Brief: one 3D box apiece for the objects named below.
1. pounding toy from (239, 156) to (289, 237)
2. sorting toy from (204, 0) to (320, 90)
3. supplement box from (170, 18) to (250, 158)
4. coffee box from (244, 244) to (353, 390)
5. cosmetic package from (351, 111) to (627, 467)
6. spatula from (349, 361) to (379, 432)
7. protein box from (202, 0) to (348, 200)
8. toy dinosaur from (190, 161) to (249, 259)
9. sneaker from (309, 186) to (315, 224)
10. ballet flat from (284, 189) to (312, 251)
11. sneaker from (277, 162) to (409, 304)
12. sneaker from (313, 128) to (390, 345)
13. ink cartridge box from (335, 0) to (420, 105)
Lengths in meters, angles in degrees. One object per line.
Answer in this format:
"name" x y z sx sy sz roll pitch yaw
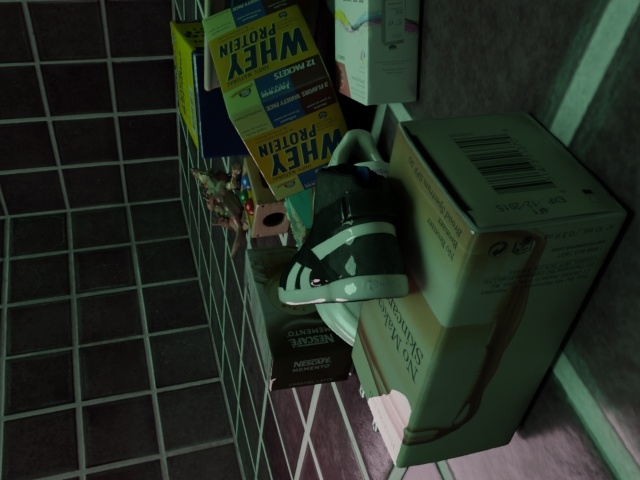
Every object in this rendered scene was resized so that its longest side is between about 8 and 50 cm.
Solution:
"pounding toy" -0.108 -0.094 1.340 0.206 0.094 0.181 107 150 -55
"sorting toy" -0.082 -0.326 0.981 0.038 0.208 0.193 50 148 30
"supplement box" -0.178 -0.321 1.297 0.356 0.194 0.195 -126 32 -57
"coffee box" -0.043 0.126 1.127 0.098 0.141 0.246 99 158 -43
"cosmetic package" 0.124 0.052 0.576 0.153 0.129 0.296 -115 23 -46
"spatula" 0.075 0.174 0.985 0.168 0.019 0.241 -117 26 -47
"protein box" -0.053 -0.206 0.921 0.199 0.136 0.201 62 -173 -56
"toy dinosaur" -0.259 -0.096 1.811 0.200 0.127 0.295 149 100 -80
"sneaker" 0.012 -0.099 1.028 0.071 0.066 0.188 -27 74 53
"ballet flat" 0.000 0.000 1.085 0.077 0.091 0.240 53 -160 -56
"sneaker" 0.016 -0.004 0.581 0.217 0.079 0.121 163 106 -68
"sneaker" 0.049 -0.006 0.795 0.152 0.114 0.305 108 156 -51
"ink cartridge box" 0.062 -0.266 0.745 0.115 0.067 0.198 -130 36 -63
